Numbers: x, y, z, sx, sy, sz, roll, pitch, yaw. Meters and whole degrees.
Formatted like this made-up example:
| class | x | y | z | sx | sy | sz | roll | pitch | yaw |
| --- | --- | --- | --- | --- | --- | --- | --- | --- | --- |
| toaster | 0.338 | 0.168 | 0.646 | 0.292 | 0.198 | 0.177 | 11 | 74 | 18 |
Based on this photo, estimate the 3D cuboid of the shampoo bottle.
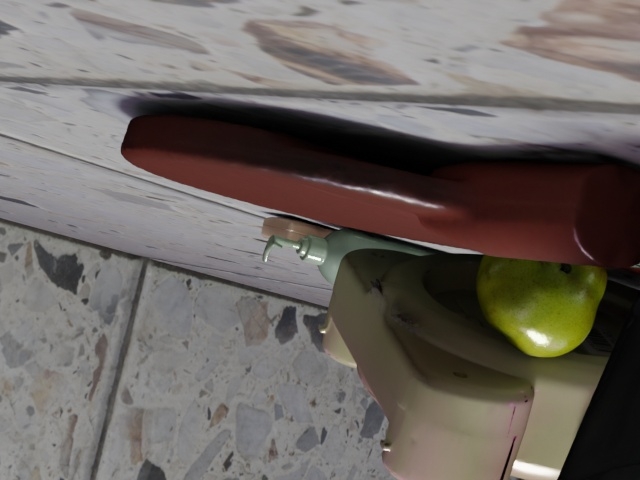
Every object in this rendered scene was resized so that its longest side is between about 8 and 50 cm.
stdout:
| class | x | y | z | sx | sy | sz | roll | pitch | yaw |
| --- | --- | --- | --- | --- | --- | --- | --- | --- | --- |
| shampoo bottle | 0.044 | 0.022 | 1.405 | 0.195 | 0.056 | 0.056 | 15 | 175 | -21 |

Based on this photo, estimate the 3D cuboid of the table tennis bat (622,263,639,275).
| class | x | y | z | sx | sy | sz | roll | pitch | yaw |
| --- | --- | --- | --- | --- | --- | --- | --- | --- | --- |
| table tennis bat | 0.263 | 0.026 | 1.089 | 0.154 | 0.019 | 0.098 | 21 | 172 | -38 |

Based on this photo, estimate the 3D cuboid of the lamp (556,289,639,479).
| class | x | y | z | sx | sy | sz | roll | pitch | yaw |
| --- | --- | --- | --- | --- | --- | --- | --- | --- | --- |
| lamp | 0.232 | 0.136 | 0.795 | 0.205 | 0.374 | 0.272 | 16 | -157 | 19 |

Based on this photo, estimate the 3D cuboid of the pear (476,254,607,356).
| class | x | y | z | sx | sy | sz | roll | pitch | yaw |
| --- | --- | --- | --- | --- | --- | --- | --- | --- | --- |
| pear | 0.152 | 0.031 | 1.064 | 0.092 | 0.092 | 0.097 | 16 | 134 | -31 |

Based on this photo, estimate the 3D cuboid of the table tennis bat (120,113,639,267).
| class | x | y | z | sx | sy | sz | roll | pitch | yaw |
| --- | --- | --- | --- | --- | --- | --- | --- | --- | --- |
| table tennis bat | 0.039 | -0.026 | 0.902 | 0.268 | 0.051 | 0.414 | 15 | 177 | -30 |

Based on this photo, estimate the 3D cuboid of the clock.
| class | x | y | z | sx | sy | sz | roll | pitch | yaw |
| --- | --- | --- | --- | --- | --- | --- | --- | --- | --- |
| clock | 0.174 | 0.101 | 1.202 | 0.309 | 0.114 | 0.284 | 8 | -163 | -16 |

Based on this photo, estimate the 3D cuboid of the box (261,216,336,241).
| class | x | y | z | sx | sy | sz | roll | pitch | yaw |
| --- | --- | --- | --- | --- | --- | --- | --- | --- | --- |
| box | 0.000 | 0.000 | 1.457 | 0.115 | 0.025 | 0.048 | 17 | 179 | -38 |
